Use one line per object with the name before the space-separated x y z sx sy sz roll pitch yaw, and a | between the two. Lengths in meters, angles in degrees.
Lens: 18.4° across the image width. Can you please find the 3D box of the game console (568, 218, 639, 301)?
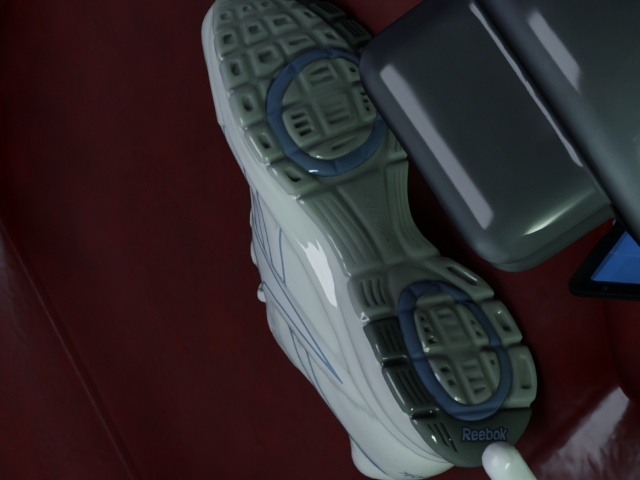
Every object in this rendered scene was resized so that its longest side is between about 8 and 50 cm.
game console | 0.169 -0.031 0.875 0.122 0.071 0.107 4 103 50

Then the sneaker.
sneaker | 0.000 0.000 1.069 0.129 0.111 0.297 -42 66 54

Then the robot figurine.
robot figurine | 0.152 -0.104 0.732 0.173 0.278 0.209 52 -173 -30

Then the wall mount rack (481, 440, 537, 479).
wall mount rack | 0.176 0.254 0.898 0.350 0.130 0.304 25 118 44
